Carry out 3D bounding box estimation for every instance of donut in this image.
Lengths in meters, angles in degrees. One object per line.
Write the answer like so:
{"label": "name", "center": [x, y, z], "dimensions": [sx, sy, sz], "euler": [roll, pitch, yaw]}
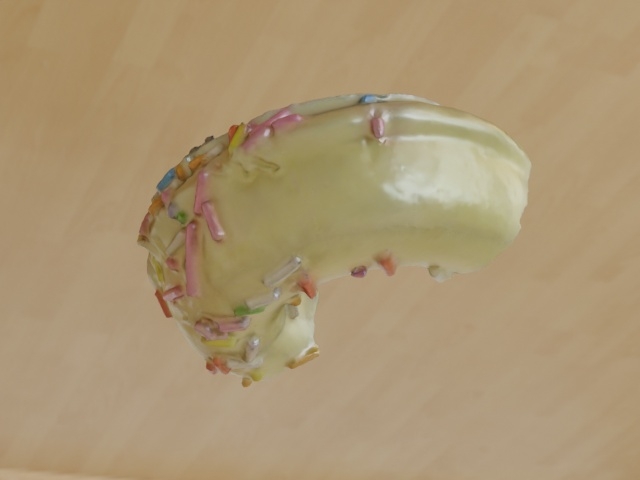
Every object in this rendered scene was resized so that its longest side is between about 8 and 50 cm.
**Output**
{"label": "donut", "center": [-0.005, 0.000, 0.472], "dimensions": [0.166, 0.065, 0.108], "euler": [-28, 149, 26]}
